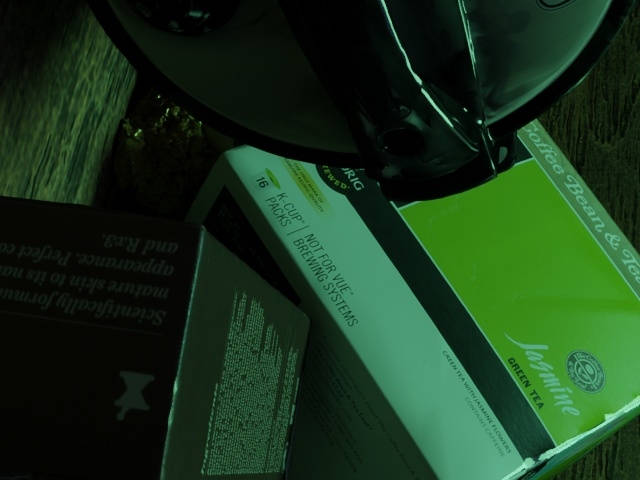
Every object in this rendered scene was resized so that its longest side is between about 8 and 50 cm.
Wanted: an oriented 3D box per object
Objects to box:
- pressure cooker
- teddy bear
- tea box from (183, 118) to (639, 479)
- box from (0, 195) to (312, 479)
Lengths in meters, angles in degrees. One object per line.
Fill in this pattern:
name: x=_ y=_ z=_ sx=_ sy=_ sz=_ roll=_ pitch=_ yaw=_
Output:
pressure cooker: x=0.033 y=-0.248 z=0.827 sx=0.375 sy=0.370 sz=0.420 roll=-56 pitch=-169 yaw=35
teddy bear: x=-0.081 y=-0.185 z=1.118 sx=0.245 sy=0.113 sz=0.338 roll=78 pitch=21 yaw=-59
tea box: x=0.088 y=0.068 z=1.120 sx=0.323 sy=0.329 sz=0.220 roll=-20 pitch=158 yaw=-35
box: x=-0.130 y=0.075 z=0.788 sx=0.381 sy=0.191 sz=0.143 roll=52 pitch=46 yaw=-79
